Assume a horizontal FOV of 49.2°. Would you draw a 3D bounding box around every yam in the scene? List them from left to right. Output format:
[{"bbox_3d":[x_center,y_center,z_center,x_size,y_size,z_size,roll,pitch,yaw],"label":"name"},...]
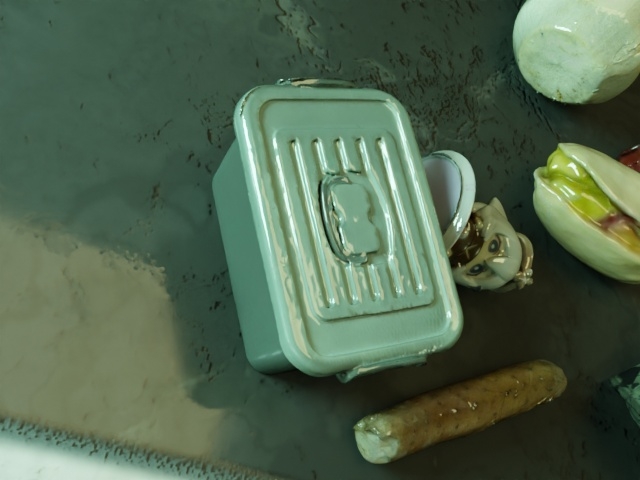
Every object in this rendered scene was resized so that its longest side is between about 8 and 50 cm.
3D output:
[{"bbox_3d":[0.138,0.158,0.657,0.241,0.057,0.057,-7,76,-32],"label":"yam"}]

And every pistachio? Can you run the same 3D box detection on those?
[{"bbox_3d":[0.324,-0.030,0.797,0.200,0.117,0.145,29,23,-8],"label":"pistachio"}]

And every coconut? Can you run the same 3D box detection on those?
[{"bbox_3d":[0.321,-0.252,0.841,0.161,0.161,0.162,44,66,-8],"label":"coconut"}]

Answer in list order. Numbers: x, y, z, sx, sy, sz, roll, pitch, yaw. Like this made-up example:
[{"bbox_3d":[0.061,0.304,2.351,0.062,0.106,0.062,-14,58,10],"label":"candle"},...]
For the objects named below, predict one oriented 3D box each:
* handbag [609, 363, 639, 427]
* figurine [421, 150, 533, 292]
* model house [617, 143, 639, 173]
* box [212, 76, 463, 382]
[{"bbox_3d":[0.564,0.183,0.699,0.317,0.416,0.180,58,13,-5],"label":"handbag"},{"bbox_3d":[0.144,-0.003,0.694,0.153,0.132,0.132,27,61,-31],"label":"figurine"},{"bbox_3d":[0.524,-0.036,0.853,0.160,0.196,0.254,-14,80,-33],"label":"model house"},{"bbox_3d":[0.000,0.000,0.594,0.163,0.135,0.243,-7,76,-29],"label":"box"}]
